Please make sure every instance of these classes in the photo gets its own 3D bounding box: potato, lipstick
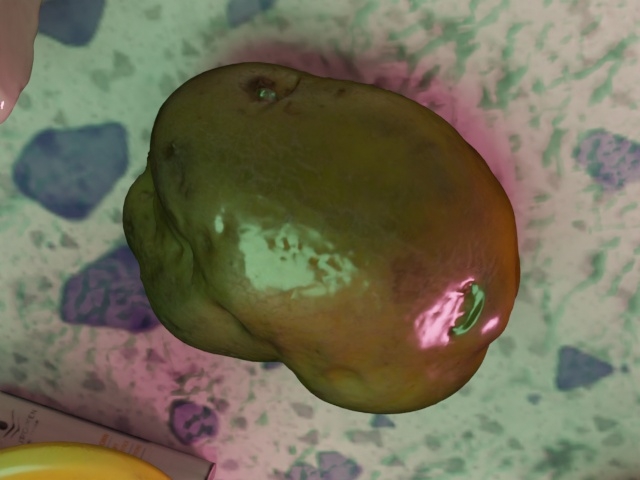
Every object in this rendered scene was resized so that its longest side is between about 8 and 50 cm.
[{"bbox_3d":[0.001,-0.003,0.979,0.200,0.137,0.154,22,154,2],"label":"potato"},{"bbox_3d":[-0.132,0.124,1.147,0.141,0.040,0.040,18,124,6],"label":"lipstick"}]

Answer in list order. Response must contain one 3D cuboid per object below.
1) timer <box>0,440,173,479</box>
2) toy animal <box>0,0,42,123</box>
[{"bbox_3d":[-0.175,0.271,1.073,0.387,0.376,0.376,-25,112,16],"label":"timer"},{"bbox_3d":[-0.233,-0.139,0.903,0.156,0.204,0.208,-8,149,22],"label":"toy animal"}]
